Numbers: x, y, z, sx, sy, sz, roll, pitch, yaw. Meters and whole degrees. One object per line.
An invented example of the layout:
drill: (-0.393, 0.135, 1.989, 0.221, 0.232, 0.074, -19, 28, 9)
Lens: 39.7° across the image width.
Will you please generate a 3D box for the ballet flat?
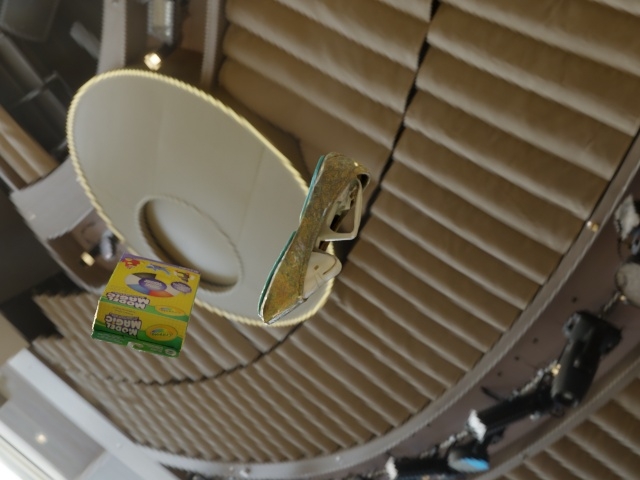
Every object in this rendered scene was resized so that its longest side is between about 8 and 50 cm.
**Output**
ballet flat: (0.000, 0.000, 1.589, 0.123, 0.348, 0.123, 20, -20, 8)

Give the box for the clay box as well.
clay box: (-0.251, 0.092, 1.297, 0.127, 0.222, 0.053, 14, -72, -7)
